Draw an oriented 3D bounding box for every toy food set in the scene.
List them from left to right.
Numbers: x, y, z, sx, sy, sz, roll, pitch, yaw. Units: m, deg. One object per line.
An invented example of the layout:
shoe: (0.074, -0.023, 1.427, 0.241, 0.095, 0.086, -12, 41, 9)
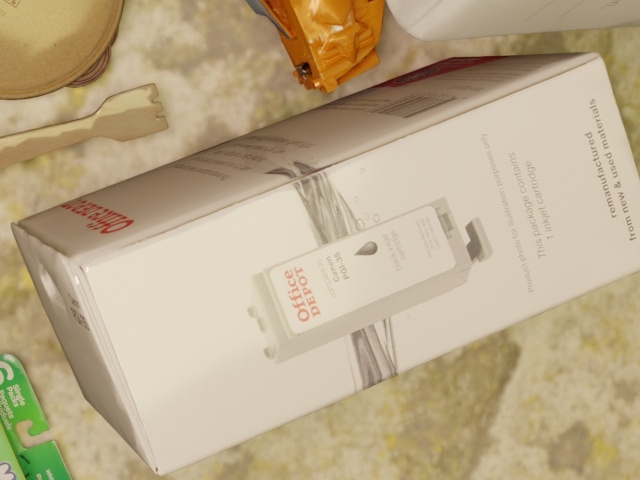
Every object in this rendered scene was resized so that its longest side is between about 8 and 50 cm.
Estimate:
toy food set: (-0.163, -0.139, 0.945, 0.132, 0.038, 0.192, -16, 107, -9)

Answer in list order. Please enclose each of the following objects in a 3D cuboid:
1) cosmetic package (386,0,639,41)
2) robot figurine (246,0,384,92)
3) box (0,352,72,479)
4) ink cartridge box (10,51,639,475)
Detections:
cosmetic package: (0.227, -0.312, 0.804, 0.394, 0.327, 0.329, -7, 73, -31)
robot figurine: (-0.003, -0.240, 0.956, 0.211, 0.085, 0.291, -27, 105, -14)
box: (-0.227, 0.142, 0.953, 0.179, 0.043, 0.105, -26, 105, -15)
ink cartridge box: (0.000, 0.000, 0.923, 0.283, 0.207, 0.117, -22, 102, -14)
